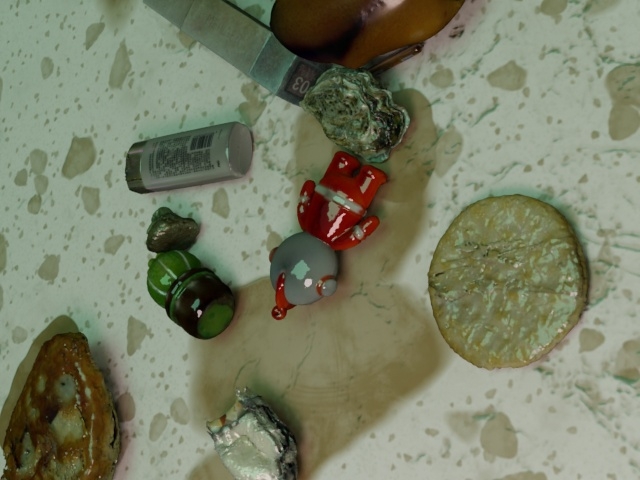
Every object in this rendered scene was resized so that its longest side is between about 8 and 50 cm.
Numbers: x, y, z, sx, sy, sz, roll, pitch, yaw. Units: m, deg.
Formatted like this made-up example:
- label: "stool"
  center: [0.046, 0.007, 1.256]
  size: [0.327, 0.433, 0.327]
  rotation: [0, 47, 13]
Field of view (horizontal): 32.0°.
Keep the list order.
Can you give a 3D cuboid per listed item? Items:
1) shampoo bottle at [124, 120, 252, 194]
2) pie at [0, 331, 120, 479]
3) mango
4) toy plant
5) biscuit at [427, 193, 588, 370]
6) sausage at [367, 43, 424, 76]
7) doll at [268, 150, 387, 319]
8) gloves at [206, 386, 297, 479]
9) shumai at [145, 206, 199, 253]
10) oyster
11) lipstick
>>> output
- label: "shampoo bottle"
  center: [-0.206, -0.125, 1.716]
  size: [0.227, 0.056, 0.086]
  rotation: [-7, 73, 38]
- label: "pie"
  center: [-0.405, 0.304, 1.745]
  size: [0.308, 0.085, 0.308]
  rotation: [-9, 76, 41]
- label: "mango"
  center: [0.066, -0.332, 1.489]
  size: [0.287, 0.152, 0.201]
  rotation: [-18, 70, 36]
- label: "toy plant"
  center: [-0.197, 0.072, 1.634]
  size: [0.162, 0.092, 0.093]
  rotation: [39, 103, 39]
- label: "biscuit"
  center: [0.219, 0.049, 1.340]
  size: [0.219, 0.033, 0.220]
  rotation: [-11, 72, 36]
- label: "sausage"
  center: [0.100, -0.245, 1.527]
  size: [0.100, 0.015, 0.015]
  rotation: [-24, 64, 33]
- label: "doll"
  center: [0.000, 0.000, 1.506]
  size: [0.142, 0.076, 0.245]
  rotation: [29, 93, 41]
- label: "gloves"
  center: [-0.081, 0.277, 1.500]
  size: [0.114, 0.070, 0.153]
  rotation: [-47, 54, 12]
- label: "shumai"
  center: [-0.234, -0.024, 1.705]
  size: [0.083, 0.082, 0.080]
  rotation: [-32, 56, 1]
- label: "oyster"
  center: [0.046, -0.178, 1.528]
  size: [0.177, 0.064, 0.125]
  rotation: [42, 120, 28]
- label: "lipstick"
  center: [-0.136, -0.316, 1.697]
  size: [0.371, 0.079, 0.076]
  rotation: [39, 105, 39]
